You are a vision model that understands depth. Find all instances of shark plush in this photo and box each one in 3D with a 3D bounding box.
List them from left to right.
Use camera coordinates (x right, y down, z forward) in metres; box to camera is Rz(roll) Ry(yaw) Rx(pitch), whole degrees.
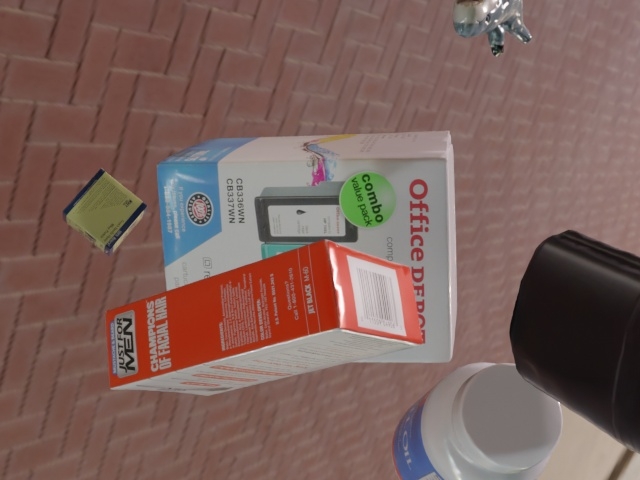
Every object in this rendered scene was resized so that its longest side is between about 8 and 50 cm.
[{"bbox_3d":[0.129,-0.176,0.718,0.161,0.073,0.067,7,80,-75],"label":"shark plush"}]

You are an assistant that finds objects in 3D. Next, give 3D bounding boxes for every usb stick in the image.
[{"bbox_3d":[0.160,0.064,0.307,0.045,0.278,0.077,0,105,-26],"label":"usb stick"}]

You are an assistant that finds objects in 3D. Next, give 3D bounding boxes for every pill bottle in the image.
[{"bbox_3d":[0.148,0.187,0.878,0.124,0.124,0.221,-51,172,-23],"label":"pill bottle"}]

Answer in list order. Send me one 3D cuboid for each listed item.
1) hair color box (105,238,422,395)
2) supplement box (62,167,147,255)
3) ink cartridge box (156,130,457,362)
[{"bbox_3d":[-0.036,0.051,0.546,0.093,0.167,0.053,18,59,-54],"label":"hair color box"},{"bbox_3d":[-0.300,-0.038,1.279,0.083,0.083,0.056,-53,-175,-17],"label":"supplement box"},{"bbox_3d":[0.000,0.000,0.928,0.197,0.270,0.198,-56,143,-74],"label":"ink cartridge box"}]
